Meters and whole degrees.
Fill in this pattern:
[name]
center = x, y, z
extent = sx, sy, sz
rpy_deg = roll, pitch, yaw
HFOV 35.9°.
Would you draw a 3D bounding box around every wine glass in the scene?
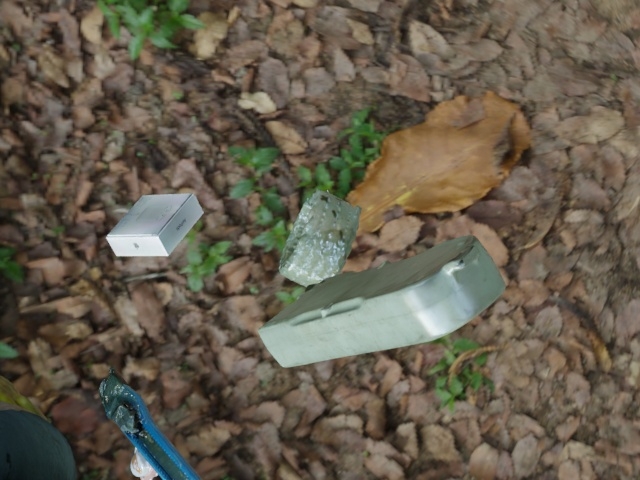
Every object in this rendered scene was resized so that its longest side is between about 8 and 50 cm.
[wine glass]
center = -0.164, 0.094, 0.421
extent = 0.198, 0.066, 0.066
rpy_deg = -13, 93, 56

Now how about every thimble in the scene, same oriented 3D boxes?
[thimble]
center = 0.000, 0.000, 1.115
extent = 0.062, 0.084, 0.110
rpy_deg = 24, 84, -12

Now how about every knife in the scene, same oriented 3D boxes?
[knife]
center = -0.177, 0.213, 1.052
extent = 0.044, 0.026, 0.296
rpy_deg = -54, 39, -4

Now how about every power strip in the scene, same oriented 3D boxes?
[power strip]
center = 0.039, 0.047, 0.719
extent = 0.048, 0.080, 0.286
rpy_deg = 55, 153, -5

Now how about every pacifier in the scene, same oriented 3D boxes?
[pacifier]
center = -0.263, 0.349, 1.593
extent = 0.099, 0.078, 0.081
rpy_deg = -57, 41, 46

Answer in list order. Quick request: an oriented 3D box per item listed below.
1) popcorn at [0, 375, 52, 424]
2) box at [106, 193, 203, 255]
[popcorn]
center = -0.407, 0.241, 1.094
extent = 0.276, 0.225, 0.276
rpy_deg = -28, 58, 56
[box]
center = -0.308, -0.030, 1.839
extent = 0.129, 0.130, 0.051
rpy_deg = 0, 129, 33
